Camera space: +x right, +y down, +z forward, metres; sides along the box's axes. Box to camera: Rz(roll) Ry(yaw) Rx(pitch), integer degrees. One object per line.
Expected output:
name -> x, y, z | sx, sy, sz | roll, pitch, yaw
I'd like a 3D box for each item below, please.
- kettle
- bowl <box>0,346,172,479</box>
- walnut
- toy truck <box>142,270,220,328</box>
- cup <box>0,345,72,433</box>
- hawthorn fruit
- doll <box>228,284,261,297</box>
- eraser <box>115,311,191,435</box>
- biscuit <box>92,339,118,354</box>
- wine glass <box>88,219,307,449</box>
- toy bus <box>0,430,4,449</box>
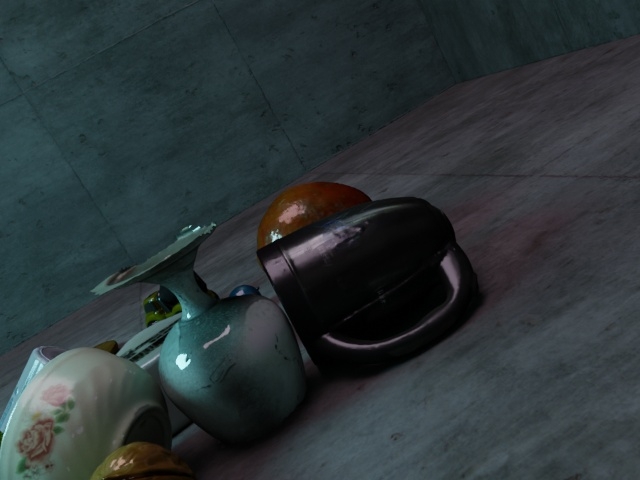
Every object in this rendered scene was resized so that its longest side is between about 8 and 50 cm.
kettle -> 0.097, 0.065, 1.066 | 0.324, 0.228, 0.321 | -28, 40, -5
bowl -> -0.317, 0.302, 0.939 | 0.145, 0.277, 0.277 | 2, 26, 21
walnut -> -0.221, 0.329, 0.791 | 0.144, 0.180, 0.144 | -5, 55, 8
toy truck -> -0.397, 0.172, 1.727 | 0.224, 0.165, 0.147 | -21, 16, 32
cup -> -0.550, 0.317, 1.256 | 0.202, 0.221, 0.167 | -68, -23, 0
hawthorn fruit -> 0.000, 0.000, 1.329 | 0.284, 0.284, 0.284 | -28, 13, 7
doll -> -0.195, 0.165, 1.526 | 0.152, 0.085, 0.114 | -50, 11, -31
eraser -> -0.306, 0.268, 1.226 | 0.331, 0.150, 0.331 | -29, 15, 8
biscuit -> -0.716, 0.385, 1.882 | 0.262, 0.037, 0.262 | -27, 14, 7
wine glass -> -0.170, 0.150, 0.997 | 0.238, 0.323, 0.238 | -30, 12, 7
toy bus -> -0.584, 0.393, 0.934 | 0.113, 0.139, 0.302 | -25, 22, 15
